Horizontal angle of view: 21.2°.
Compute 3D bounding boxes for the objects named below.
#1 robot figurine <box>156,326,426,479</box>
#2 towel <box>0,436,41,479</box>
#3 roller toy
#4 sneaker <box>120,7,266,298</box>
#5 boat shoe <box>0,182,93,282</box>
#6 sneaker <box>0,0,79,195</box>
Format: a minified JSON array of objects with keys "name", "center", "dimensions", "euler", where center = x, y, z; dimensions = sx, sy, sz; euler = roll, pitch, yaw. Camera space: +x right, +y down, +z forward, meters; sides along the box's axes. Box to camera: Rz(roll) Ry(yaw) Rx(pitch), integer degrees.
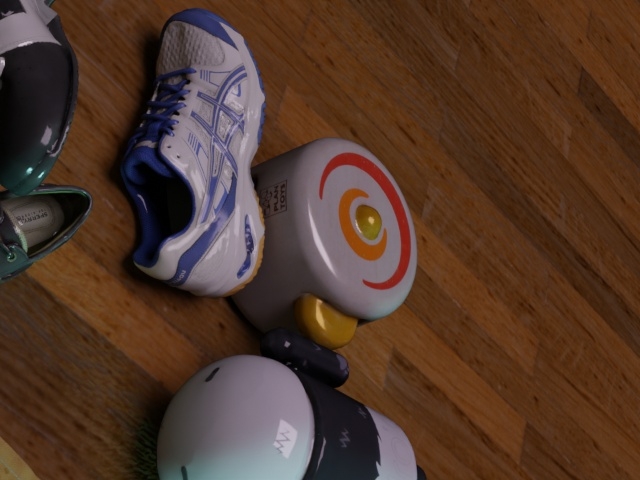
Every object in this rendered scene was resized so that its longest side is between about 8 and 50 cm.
[{"name":"robot figurine","center":[-0.025,0.213,1.581],"dimensions":[0.278,0.173,0.209],"euler":[31,20,-41]},{"name":"towel","center":[-0.313,0.241,1.308],"dimensions":[0.370,0.040,0.271],"euler":[53,40,-25]},{"name":"roller toy","center":[0.000,0.000,1.732],"dimensions":[0.209,0.146,0.191],"euler":[-38,103,-52]},{"name":"sneaker","center":[-0.128,-0.096,1.645],"dimensions":[0.131,0.112,0.296],"euler":[14,62,-48]},{"name":"boat shoe","center":[-0.277,-0.004,1.439],"dimensions":[0.223,0.073,0.080],"euler":[-32,99,-54]},{"name":"sneaker","center":[-0.299,-0.184,1.466],"dimensions":[0.146,0.122,0.331],"euler":[16,46,-38]}]
